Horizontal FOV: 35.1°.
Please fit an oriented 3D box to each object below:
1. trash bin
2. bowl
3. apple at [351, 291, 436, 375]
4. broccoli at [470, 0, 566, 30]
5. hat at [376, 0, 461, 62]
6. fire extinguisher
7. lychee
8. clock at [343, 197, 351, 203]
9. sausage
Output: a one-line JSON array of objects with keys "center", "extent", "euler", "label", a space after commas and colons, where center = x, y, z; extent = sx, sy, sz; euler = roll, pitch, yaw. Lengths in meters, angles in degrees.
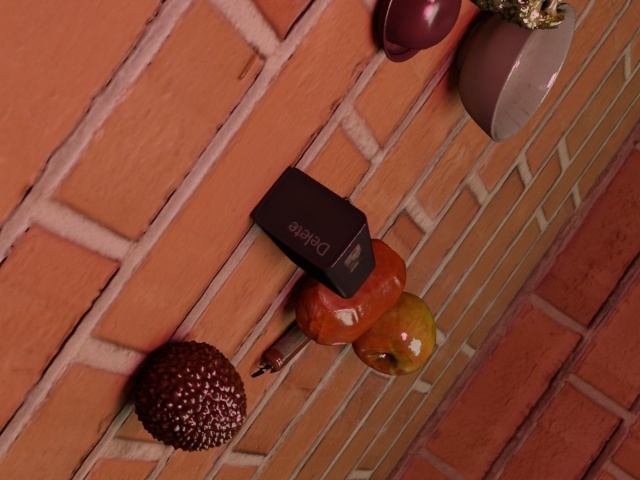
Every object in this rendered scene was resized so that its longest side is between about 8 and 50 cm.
[{"center": [0.000, 0.000, 1.704], "extent": [0.115, 0.165, 0.225], "euler": [-52, 160, -10], "label": "trash bin"}, {"center": [0.355, -0.348, 1.952], "extent": [0.289, 0.146, 0.289], "euler": [-44, 154, -28], "label": "bowl"}, {"center": [0.171, 0.208, 2.310], "extent": [0.196, 0.196, 0.196], "euler": [-44, 156, -26], "label": "apple"}, {"center": [0.303, -0.478, 1.473], "extent": [0.321, 0.283, 0.304], "euler": [64, 31, -26], "label": "broccoli"}, {"center": [0.170, -0.371, 1.616], "extent": [0.205, 0.089, 0.205], "euler": [-43, 154, -27], "label": "hat"}, {"center": [-0.067, 0.214, 2.023], "extent": [0.177, 0.050, 0.062], "euler": [-41, -167, -28], "label": "fire extinguisher"}, {"center": [-0.205, 0.255, 1.629], "extent": [0.188, 0.188, 0.188], "euler": [-44, 156, -26], "label": "lychee"}, {"center": [0.032, -0.047, 1.899], "extent": [0.083, 0.010, 0.074], "euler": [-41, 154, -32], "label": "clock"}, {"center": [0.059, 0.102, 1.975], "extent": [0.268, 0.153, 0.141], "euler": [-38, 159, -34], "label": "sausage"}]
